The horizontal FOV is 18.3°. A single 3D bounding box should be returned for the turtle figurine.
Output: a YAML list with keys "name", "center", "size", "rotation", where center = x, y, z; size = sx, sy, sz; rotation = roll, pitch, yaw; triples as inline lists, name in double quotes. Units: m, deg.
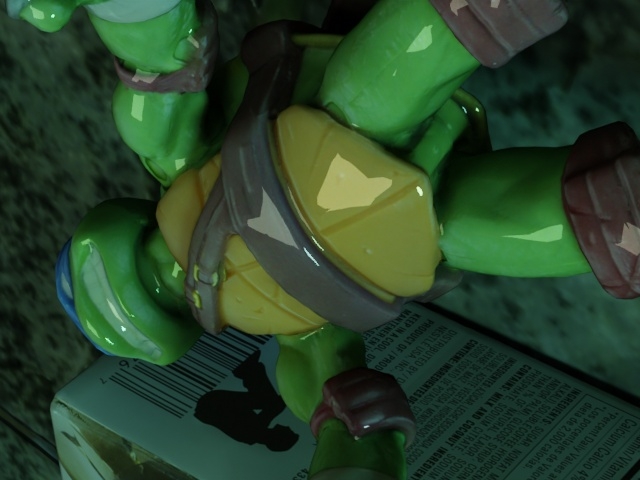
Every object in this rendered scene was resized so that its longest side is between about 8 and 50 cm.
- name: "turtle figurine"
  center: [0.000, 0.000, 0.511]
  size: [0.266, 0.275, 0.198]
  rotation: [-25, 71, 30]

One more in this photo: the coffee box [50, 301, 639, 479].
- name: "coffee box"
  center: [0.063, 0.140, 0.667]
  size: [0.297, 0.119, 0.168]
  rotation: [25, 137, 29]
